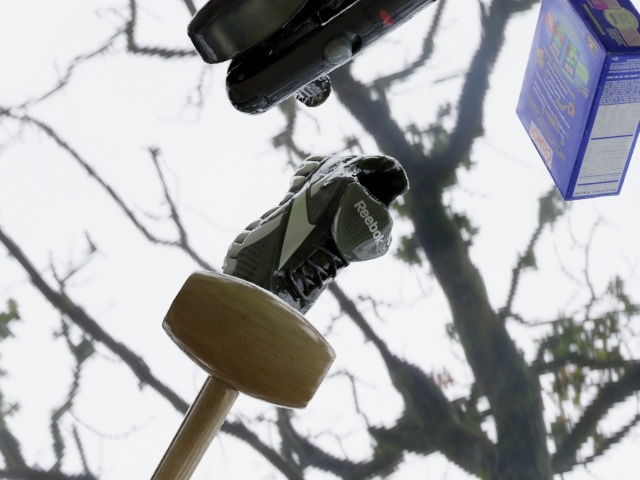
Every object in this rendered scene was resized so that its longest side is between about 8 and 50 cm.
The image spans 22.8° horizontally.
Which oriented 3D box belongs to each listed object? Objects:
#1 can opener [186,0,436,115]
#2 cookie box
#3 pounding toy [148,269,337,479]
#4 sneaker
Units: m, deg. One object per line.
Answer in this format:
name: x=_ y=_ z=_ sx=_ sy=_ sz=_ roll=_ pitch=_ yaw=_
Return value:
can opener: x=0.025 y=-0.125 z=0.810 sx=0.186 sy=0.073 sz=0.059 roll=-27 pitch=-131 yaw=12
cookie box: x=0.156 y=-0.093 z=0.937 sx=0.040 sy=0.107 sz=0.092 roll=-4 pitch=-137 yaw=-16
pounding toy: x=-0.026 y=0.159 z=0.555 sx=0.154 sy=0.155 sz=0.270 roll=21 pitch=-96 yaw=7
sneaker: x=0.000 y=0.000 z=1.251 sx=0.106 sy=0.078 sz=0.234 roll=-10 pitch=-149 yaw=36
